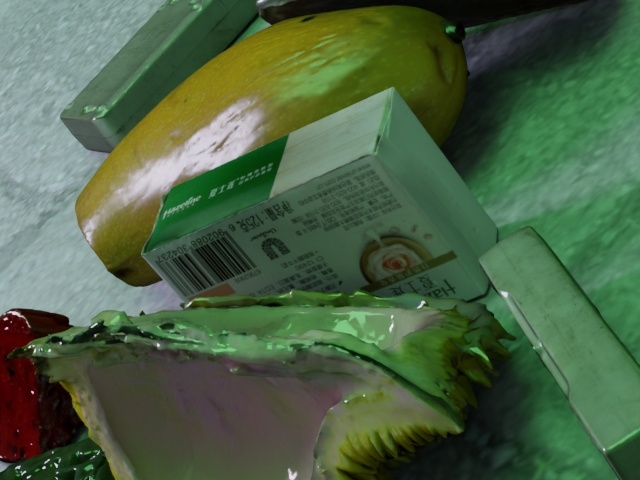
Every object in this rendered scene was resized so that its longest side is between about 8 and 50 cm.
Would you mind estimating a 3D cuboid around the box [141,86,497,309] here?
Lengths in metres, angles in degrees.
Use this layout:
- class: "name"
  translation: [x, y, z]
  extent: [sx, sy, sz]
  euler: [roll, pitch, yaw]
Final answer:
- class: "box"
  translation: [0.000, 0.000, 1.234]
  extent: [0.199, 0.135, 0.081]
  euler: [-21, 32, 29]

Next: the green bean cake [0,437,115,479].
- class: "green bean cake"
  translation: [-0.187, 0.222, 1.191]
  extent: [0.185, 0.094, 0.183]
  euler: [-21, 31, 22]

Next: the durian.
- class: "durian"
  translation: [-0.001, 0.080, 1.116]
  extent: [0.305, 0.185, 0.195]
  euler: [-6, 23, 35]

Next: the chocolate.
- class: "chocolate"
  translation: [0.083, -0.216, 1.392]
  extent: [0.254, 0.157, 0.080]
  euler: [-10, 79, 32]

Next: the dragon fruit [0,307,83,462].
- class: "dragon fruit"
  translation: [-0.236, 0.117, 1.448]
  extent: [0.092, 0.122, 0.192]
  euler: [-10, -3, -45]

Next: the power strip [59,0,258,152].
- class: "power strip"
  translation: [-0.131, -0.201, 1.782]
  extent: [0.288, 0.053, 0.093]
  euler: [-49, 28, -19]

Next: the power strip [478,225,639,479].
- class: "power strip"
  translation: [0.148, 0.070, 1.015]
  extent: [0.048, 0.080, 0.286]
  euler: [-32, 26, 2]

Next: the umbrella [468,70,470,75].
- class: "umbrella"
  translation: [0.030, -0.139, 1.511]
  extent: [0.044, 0.044, 0.269]
  euler: [-21, 16, -29]

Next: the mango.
- class: "mango"
  translation: [-0.041, -0.075, 1.390]
  extent: [0.359, 0.144, 0.187]
  euler: [-22, 27, 34]
